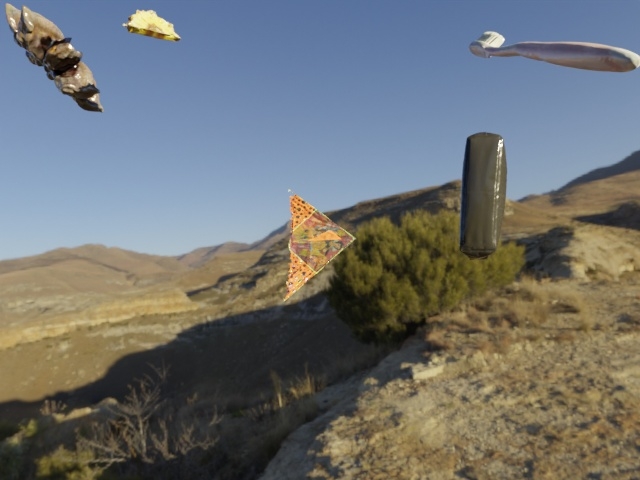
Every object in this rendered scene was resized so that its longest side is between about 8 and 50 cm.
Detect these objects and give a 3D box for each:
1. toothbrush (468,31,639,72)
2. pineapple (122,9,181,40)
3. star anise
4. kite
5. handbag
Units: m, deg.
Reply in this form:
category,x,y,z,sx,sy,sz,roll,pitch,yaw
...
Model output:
category,x,y,z,sx,sy,sz,roll,pitch,yaw
toothbrush,0.229,-0.203,0.493,0.029,0.025,0.307,-43,22,13
pineapple,-0.256,-0.325,0.702,0.083,0.045,0.019,-13,-16,-46
star anise,-0.490,-0.340,0.852,0.073,0.212,0.197,-45,-15,-20
kite,0.000,0.000,0.814,0.125,0.222,0.008,-4,-27,9
handbag,0.337,-0.081,0.955,0.080,0.246,0.223,4,-1,22
